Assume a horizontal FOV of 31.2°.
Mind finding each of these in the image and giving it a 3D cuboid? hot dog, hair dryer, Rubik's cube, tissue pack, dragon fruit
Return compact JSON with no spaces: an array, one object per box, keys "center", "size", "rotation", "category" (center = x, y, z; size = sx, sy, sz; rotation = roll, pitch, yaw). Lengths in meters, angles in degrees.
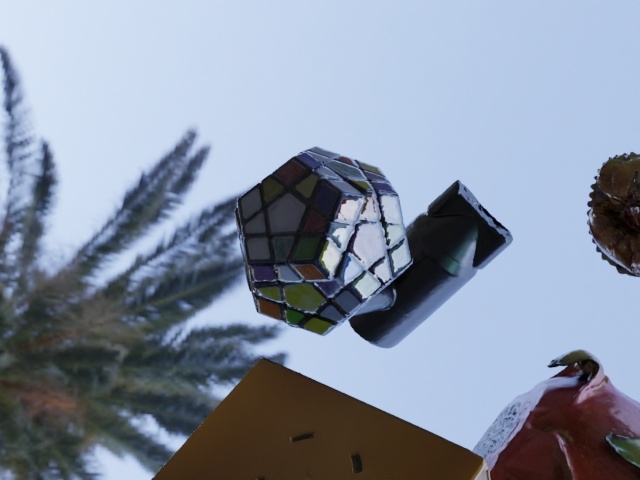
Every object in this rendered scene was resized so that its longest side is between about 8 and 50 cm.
[{"center":[0.366,-0.021,1.091],"size":[0.268,0.075,0.144],"rotation":[2,-95,51],"category":"hot dog"},{"center":[0.084,0.043,1.458],"size":[0.244,0.302,0.116],"rotation":[-47,-110,32],"category":"hair dryer"},{"center":[0.000,0.000,0.666],"size":[0.111,0.093,0.111],"rotation":[-10,-115,22],"category":"Rubik's cube"},{"center":[0.005,0.261,1.096],"size":[0.274,0.145,0.194],"rotation":[21,-125,34],"category":"tissue pack"},{"center":[0.270,0.273,1.344],"size":[0.189,0.290,0.290],"rotation":[45,-62,5],"category":"dragon fruit"}]
